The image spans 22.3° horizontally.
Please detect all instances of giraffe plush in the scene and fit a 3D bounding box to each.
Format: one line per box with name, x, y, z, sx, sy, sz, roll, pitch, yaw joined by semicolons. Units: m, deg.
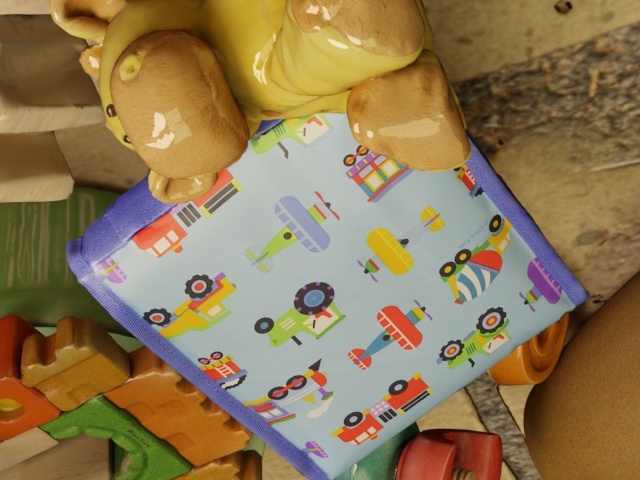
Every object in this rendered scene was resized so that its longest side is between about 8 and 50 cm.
giraffe plush;-0.035;-0.093;0.779;0.171;0.181;0.210;-20;180;7

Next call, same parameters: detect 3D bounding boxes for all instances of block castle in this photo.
block castle;-0.144;0.218;1.005;0.213;0.303;0.453;-27;135;20

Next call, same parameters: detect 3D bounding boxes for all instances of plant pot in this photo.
plant pot;0.283;0.118;1.251;0.237;0.237;0.254;24;144;-29

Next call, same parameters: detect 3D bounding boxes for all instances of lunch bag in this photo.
lunch bag;0.000;0.000;0.978;0.221;0.138;0.293;-37;146;7

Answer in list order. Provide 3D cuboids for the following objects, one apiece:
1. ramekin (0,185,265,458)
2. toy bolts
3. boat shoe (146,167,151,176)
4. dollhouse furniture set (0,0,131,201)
ramekin;-0.196;0.099;1.202;0.304;0.148;0.303;-3;138;-3
toy bolts;0.068;0.094;1.229;0.159;0.228;0.218;11;179;31
boat shoe;-0.068;-0.063;1.122;0.133;0.042;0.049;-36;128;27
dollhouse furniture set;-0.167;-0.231;0.850;0.394;0.256;0.362;-5;143;-34
